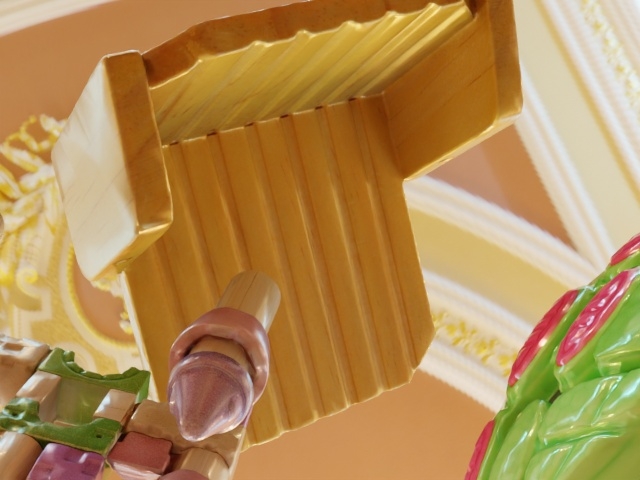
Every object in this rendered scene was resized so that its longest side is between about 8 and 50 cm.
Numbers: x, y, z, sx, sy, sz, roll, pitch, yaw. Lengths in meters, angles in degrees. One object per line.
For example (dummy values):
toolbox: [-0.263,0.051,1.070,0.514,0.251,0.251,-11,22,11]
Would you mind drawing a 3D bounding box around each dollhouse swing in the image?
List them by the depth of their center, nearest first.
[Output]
dollhouse swing: [0.000,0.000,0.814,0.347,0.315,0.305,-17,-95,-26]

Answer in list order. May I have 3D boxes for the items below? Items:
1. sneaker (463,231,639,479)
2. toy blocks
sneaker: [0.279,0.038,0.448,0.483,0.185,0.202,-32,-91,-5]
toy blocks: [-0.193,0.170,0.660,0.288,0.260,0.309,14,-67,2]
